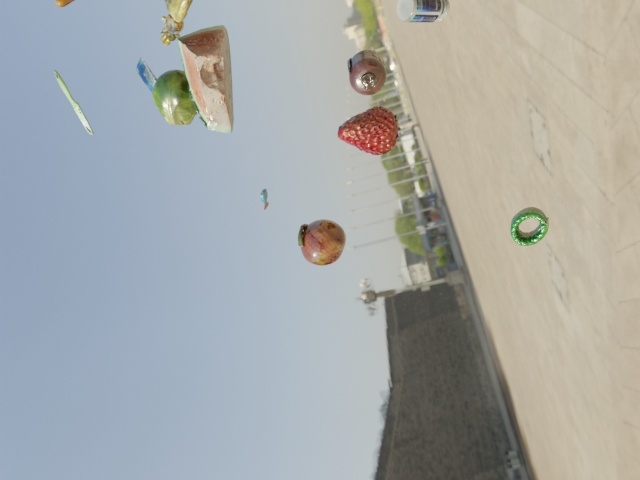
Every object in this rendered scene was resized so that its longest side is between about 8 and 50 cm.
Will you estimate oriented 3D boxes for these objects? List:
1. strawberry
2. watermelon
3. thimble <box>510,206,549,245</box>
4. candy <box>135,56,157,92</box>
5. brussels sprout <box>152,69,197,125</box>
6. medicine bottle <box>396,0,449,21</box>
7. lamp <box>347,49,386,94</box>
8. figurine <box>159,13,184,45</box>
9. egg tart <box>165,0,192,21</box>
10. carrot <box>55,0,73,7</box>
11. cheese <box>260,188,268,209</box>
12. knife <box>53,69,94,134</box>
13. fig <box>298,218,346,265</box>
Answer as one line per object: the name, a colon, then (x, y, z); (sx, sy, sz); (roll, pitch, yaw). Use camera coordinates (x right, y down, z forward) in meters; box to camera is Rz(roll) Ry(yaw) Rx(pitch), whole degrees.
strawberry: (0.179, -0.431, 2.084); (0.205, 0.245, 0.205); (20, 113, 59)
watermelon: (-0.338, -0.478, 1.585); (0.226, 0.148, 0.317); (-145, 50, -81)
thimble: (0.721, -0.051, 1.844); (0.118, 0.130, 0.090); (59, -151, -9)
candy: (-0.657, -0.620, 2.038); (0.136, 0.088, 0.038); (52, -126, -6)
brussels sprout: (-0.473, -0.474, 1.771); (0.162, 0.144, 0.180); (-2, -63, -50)
medicine bottle: (0.399, -0.898, 2.059); (0.107, 0.192, 0.106); (33, 129, 54)
lamp: (0.204, -0.752, 2.387); (0.258, 0.180, 0.180); (-85, -23, -53)
figurine: (-0.585, -0.830, 2.108); (0.068, 0.101, 0.143); (-36, -26, -50)
egg tart: (-0.410, -0.788, 1.626); (0.099, 0.252, 0.231); (23, -127, -21)
carrot: (-0.897, -0.921, 1.977); (0.037, 0.190, 0.037); (37, 157, 19)
cheese: (-0.225, -0.168, 2.166); (0.047, 0.017, 0.111); (-55, -24, -31)
knife: (-0.739, -0.413, 1.603); (0.014, 0.030, 0.207); (-54, -50, -47)
fig: (0.001, 0.000, 2.124); (0.205, 0.206, 0.205); (-15, -90, -78)
